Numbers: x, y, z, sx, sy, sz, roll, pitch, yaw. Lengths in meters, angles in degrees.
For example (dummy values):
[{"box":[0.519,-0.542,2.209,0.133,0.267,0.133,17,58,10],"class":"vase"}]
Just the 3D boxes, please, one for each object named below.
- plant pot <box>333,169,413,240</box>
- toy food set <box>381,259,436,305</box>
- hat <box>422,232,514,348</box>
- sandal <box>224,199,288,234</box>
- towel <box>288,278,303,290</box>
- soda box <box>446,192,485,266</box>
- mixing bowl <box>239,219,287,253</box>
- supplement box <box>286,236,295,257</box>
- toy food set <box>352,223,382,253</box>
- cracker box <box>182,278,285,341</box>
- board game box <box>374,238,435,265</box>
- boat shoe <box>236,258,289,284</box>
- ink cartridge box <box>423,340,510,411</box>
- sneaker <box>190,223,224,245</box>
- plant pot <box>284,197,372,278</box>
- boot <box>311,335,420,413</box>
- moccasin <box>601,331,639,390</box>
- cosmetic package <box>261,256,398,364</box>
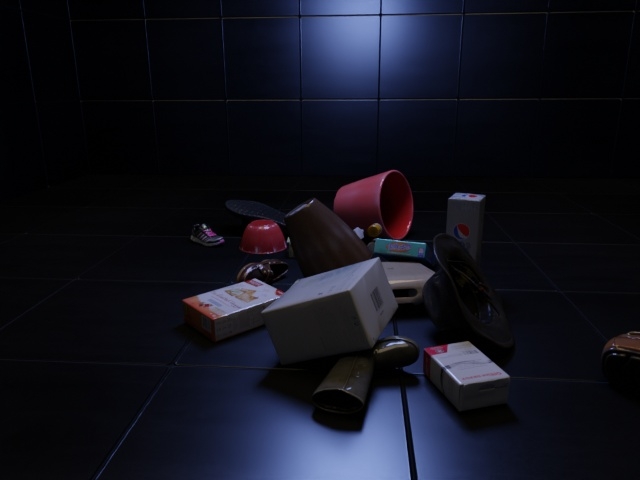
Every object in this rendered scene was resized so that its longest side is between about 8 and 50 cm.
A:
[{"box":[0.204,-0.134,2.096,0.243,0.275,0.275,-1,13,39],"class":"plant pot"},{"box":[0.201,0.126,1.519,0.219,0.093,0.306,-3,8,-7],"class":"toy food set"},{"box":[0.330,0.143,1.285,0.134,0.331,0.331,-36,1,26],"class":"hat"},{"box":[-0.216,-0.063,2.146,0.445,0.107,0.167,21,23,22],"class":"sandal"},{"box":[-0.041,0.163,1.368,0.113,0.023,0.152,41,24,3],"class":"towel"},{"box":[0.416,0.011,1.515,0.091,0.286,0.098,7,17,25],"class":"soda box"},{"box":[-0.217,-0.022,1.973,0.181,0.098,0.181,0,16,0],"class":"mixing bowl"},{"box":[-0.079,0.023,1.890,0.083,0.056,0.083,0,16,2],"class":"supplement box"},{"box":[0.128,0.018,1.768,0.232,0.111,0.104,-32,0,29],"class":"toy food set"},{"box":[-0.218,0.175,1.364,0.232,0.067,0.155,-14,22,-40],"class":"cracker box"},{"box":[0.277,0.041,1.693,0.160,0.047,0.210,7,-8,21],"class":"board game box"},{"box":[-0.173,0.099,1.605,0.073,0.073,0.207,6,18,27],"class":"boat shoe"},{"box":[0.288,0.268,1.044,0.109,0.063,0.150,-5,18,-15],"class":"ink cartridge box"},{"box":[-0.442,-0.025,2.027,0.170,0.075,0.063,13,21,37],"class":"sneaker"},{"box":[0.000,0.000,1.523,0.215,0.230,0.215,-33,11,7],"class":"plant pot"},{"box":[0.097,0.264,1.044,0.189,0.076,0.208,-10,6,17],"class":"boot"},{"box":[0.743,0.258,0.976,0.147,0.139,0.380,-26,20,-38],"class":"moccasin"},{"box":[0.026,0.156,1.184,0.224,0.138,0.224,-19,8,26],"class":"cosmetic package"}]
